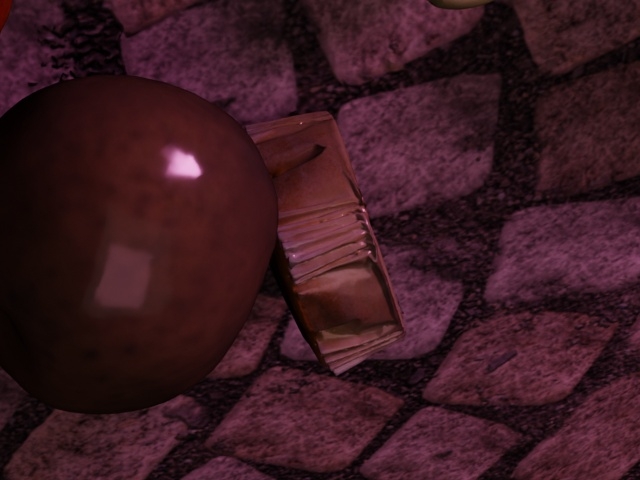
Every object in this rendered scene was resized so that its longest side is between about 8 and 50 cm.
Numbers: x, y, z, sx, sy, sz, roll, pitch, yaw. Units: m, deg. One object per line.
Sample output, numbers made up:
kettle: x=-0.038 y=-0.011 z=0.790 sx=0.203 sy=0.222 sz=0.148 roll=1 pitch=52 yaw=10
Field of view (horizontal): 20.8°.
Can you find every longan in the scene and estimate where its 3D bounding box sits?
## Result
longan: x=-0.186 y=0.006 z=1.537 sx=0.288 sy=0.288 sz=0.350 roll=-6 pitch=140 yaw=-17

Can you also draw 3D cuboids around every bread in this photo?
bread: x=-0.001 y=0.002 z=1.667 sx=0.110 sy=0.192 sz=0.210 roll=-20 pitch=140 yaw=1

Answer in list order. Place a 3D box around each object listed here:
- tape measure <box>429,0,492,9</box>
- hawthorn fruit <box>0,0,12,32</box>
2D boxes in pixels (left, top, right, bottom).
tape measure: x=0.118 y=-0.276 z=1.496 sx=0.178 sy=0.087 sz=0.154 roll=-12 pitch=126 yaw=-13
hawthorn fruit: x=-0.310 y=-0.198 z=1.338 sx=0.188 sy=0.169 sz=0.169 roll=-10 pitch=140 yaw=10
